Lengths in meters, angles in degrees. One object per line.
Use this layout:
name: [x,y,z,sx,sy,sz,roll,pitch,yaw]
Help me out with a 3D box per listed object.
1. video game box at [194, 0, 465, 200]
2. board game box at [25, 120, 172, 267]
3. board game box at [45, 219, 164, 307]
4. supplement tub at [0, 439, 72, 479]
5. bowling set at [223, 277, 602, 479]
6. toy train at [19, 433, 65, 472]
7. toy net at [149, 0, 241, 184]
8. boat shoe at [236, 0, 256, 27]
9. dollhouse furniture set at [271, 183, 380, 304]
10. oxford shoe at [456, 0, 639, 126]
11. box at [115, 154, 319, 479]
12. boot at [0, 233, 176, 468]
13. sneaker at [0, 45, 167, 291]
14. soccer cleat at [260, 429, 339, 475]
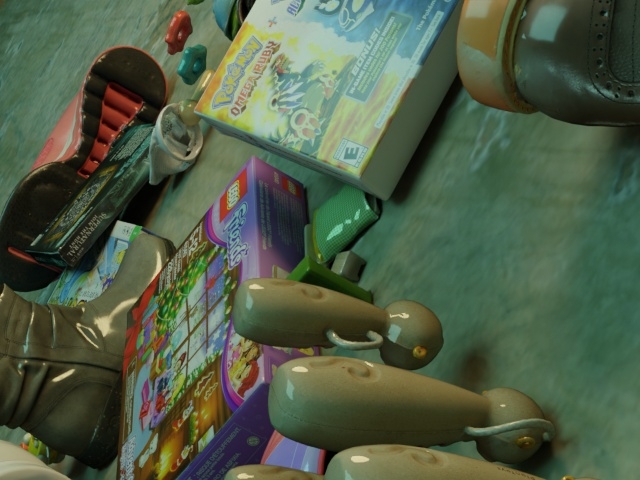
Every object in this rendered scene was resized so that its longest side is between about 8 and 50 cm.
video game box: [0.022,-0.152,1.218,0.187,0.048,0.205,23,82,42]
board game box: [-0.229,-0.049,1.699,0.186,0.026,0.126,-51,20,-15]
board game box: [-0.228,0.045,1.651,0.136,0.035,0.201,-64,22,-7]
supplement tub: [-0.327,0.252,1.346,0.272,0.191,0.191,4,66,47]
bowling set: [0.033,0.152,0.866,0.287,0.154,0.199,-120,42,-63]
toy train: [-0.257,0.231,1.491,0.166,0.046,0.125,-112,39,-57]
toy net: [-0.122,-0.158,1.603,0.122,0.045,0.232,-4,-64,-68]
boat shoe: [-0.028,-0.213,1.444,0.112,0.095,0.335,-55,23,16]
dollhouse furniture set: [0.000,0.000,1.179,0.076,0.059,0.151,-47,26,30]
oxford shoe: [0.223,-0.211,0.917,0.133,0.130,0.363,22,74,35]
box: [-0.084,0.091,1.255,0.201,0.057,0.293,-49,25,26]
boot: [-0.230,0.073,1.457,0.083,0.161,0.246,-30,38,52]
sneaker: [-0.275,-0.069,1.832,0.313,0.116,0.136,-62,11,-20]
soccer cleat: [-0.016,0.202,0.954,0.095,0.083,0.248,-20,43,52]
